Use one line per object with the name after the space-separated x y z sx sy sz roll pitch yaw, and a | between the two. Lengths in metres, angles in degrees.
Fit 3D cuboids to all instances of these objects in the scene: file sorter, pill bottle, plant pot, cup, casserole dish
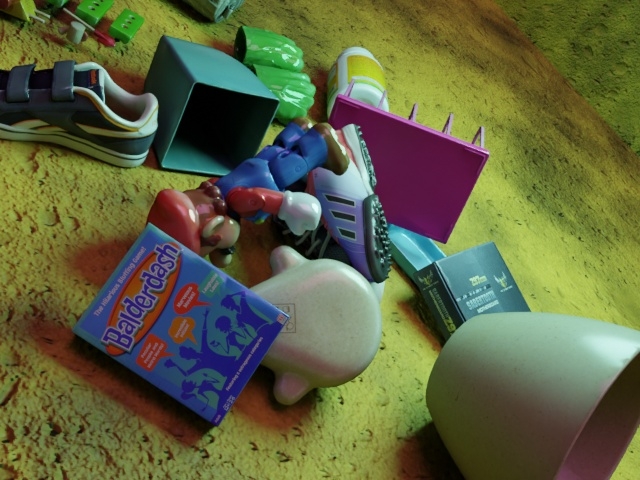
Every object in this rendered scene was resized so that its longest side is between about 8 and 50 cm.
0.151 -0.166 1.390 0.290 0.202 0.182 21 32 1 | file sorter
0.084 -0.350 1.659 0.136 0.136 0.246 24 36 -17 | pill bottle
-0.216 -0.252 1.266 0.165 0.166 0.234 5 37 -38 | plant pot
0.292 0.234 1.018 0.237 0.331 0.331 28 25 36 | cup
0.186 0.032 1.373 0.114 0.037 0.188 -15 59 -50 | casserole dish

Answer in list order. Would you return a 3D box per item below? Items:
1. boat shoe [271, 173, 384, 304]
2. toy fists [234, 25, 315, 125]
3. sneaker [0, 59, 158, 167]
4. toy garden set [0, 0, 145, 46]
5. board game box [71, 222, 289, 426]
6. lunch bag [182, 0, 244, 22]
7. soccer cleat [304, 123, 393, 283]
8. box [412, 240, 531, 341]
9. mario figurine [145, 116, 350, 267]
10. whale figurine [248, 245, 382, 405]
0.000 0.000 1.191 0.158 0.127 0.341 15 30 -17 | boat shoe
-0.098 -0.357 1.551 0.142 0.096 0.279 4 45 -24 | toy fists
-0.403 -0.217 1.085 0.321 0.127 0.126 12 41 -29 | sneaker
-0.476 -0.426 1.346 0.244 0.049 0.204 27 33 -15 | toy garden set
-0.168 0.103 0.881 0.210 0.160 0.047 33 -11 -2 | board game box
-0.292 -0.660 1.662 0.305 0.212 0.256 31 50 -5 | lunch bag
0.035 -0.053 1.113 0.109 0.116 0.318 65 12 -48 | soccer cleat
0.287 0.109 1.305 0.232 0.059 0.183 -13 72 -50 | box
-0.109 -0.042 1.054 0.320 0.198 0.170 -35 87 -16 | mario figurine
-0.055 0.118 0.992 0.271 0.141 0.216 -1 77 -13 | whale figurine
